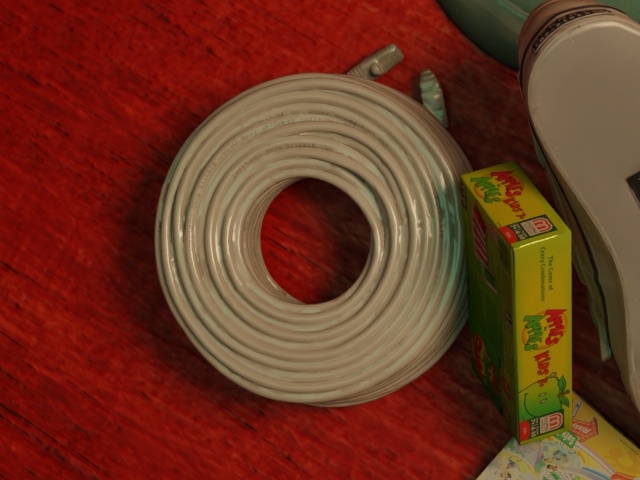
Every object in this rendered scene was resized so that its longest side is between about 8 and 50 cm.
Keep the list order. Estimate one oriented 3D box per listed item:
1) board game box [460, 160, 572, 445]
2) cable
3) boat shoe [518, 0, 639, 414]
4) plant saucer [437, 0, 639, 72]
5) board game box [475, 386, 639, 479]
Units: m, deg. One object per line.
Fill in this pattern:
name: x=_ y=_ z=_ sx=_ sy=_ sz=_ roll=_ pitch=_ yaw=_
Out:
board game box: x=0.139 y=0.046 z=1.007 sx=0.043 sy=0.092 sz=0.181 roll=-15 pitch=128 yaw=-10
cable: x=0.000 y=0.000 z=1.095 sx=0.257 sy=0.089 sz=0.257 roll=-23 pitch=84 yaw=13
boat shoe: x=0.227 y=-0.010 z=1.018 sx=0.135 sy=0.156 sz=0.367 roll=-28 pitch=111 yaw=8
plant saucer: x=0.216 y=-0.272 z=1.066 sx=0.317 sy=0.043 sz=0.318 roll=0 pitch=90 yaw=14
board game box: x=0.207 y=0.193 z=1.071 sx=0.154 sy=0.026 sz=0.103 roll=40 pitch=100 yaw=12
